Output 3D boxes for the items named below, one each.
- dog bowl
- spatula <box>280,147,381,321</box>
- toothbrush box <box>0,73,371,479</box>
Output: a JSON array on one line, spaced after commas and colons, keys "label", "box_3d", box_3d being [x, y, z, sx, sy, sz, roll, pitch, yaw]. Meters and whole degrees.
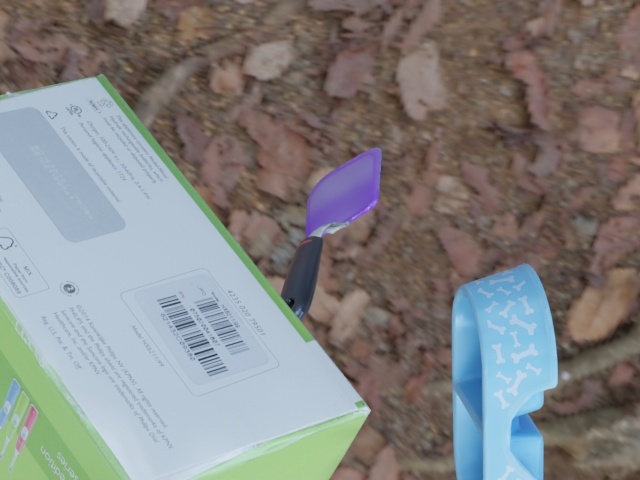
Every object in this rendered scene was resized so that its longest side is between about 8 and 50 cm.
[{"label": "dog bowl", "box_3d": [0.186, 0.172, 1.739, 0.074, 0.166, 0.297, -6, 110, -8]}, {"label": "spatula", "box_3d": [0.000, 0.000, 1.448, 0.084, 0.296, 0.030, -28, 106, 23]}, {"label": "toothbrush box", "box_3d": [-0.128, 0.102, 0.756, 0.122, 0.206, 0.283, -17, 146, -41]}]
